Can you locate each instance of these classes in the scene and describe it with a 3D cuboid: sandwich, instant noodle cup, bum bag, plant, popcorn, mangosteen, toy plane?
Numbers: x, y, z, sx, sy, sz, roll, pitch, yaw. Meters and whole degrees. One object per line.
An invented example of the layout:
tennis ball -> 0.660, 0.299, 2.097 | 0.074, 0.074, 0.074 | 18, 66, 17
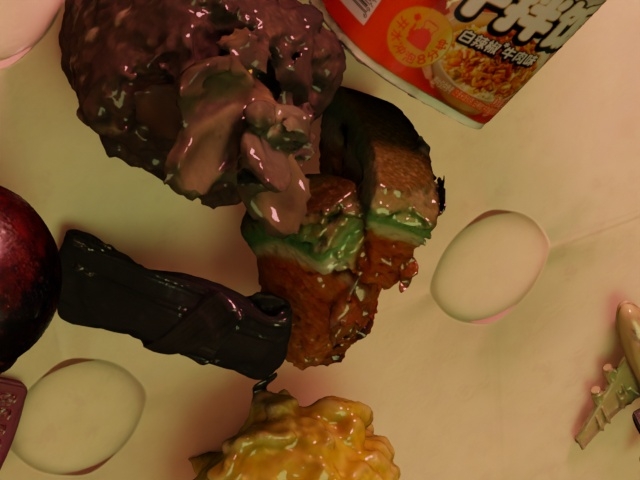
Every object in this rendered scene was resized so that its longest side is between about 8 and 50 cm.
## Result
sandwich -> 0.000, 0.000, 1.886 | 0.162, 0.250, 0.301 | 7, 124, -14
instant noodle cup -> 0.157, -0.291, 1.770 | 0.294, 0.294, 0.308 | 26, 112, -38
bum bag -> -0.149, 0.067, 1.877 | 0.248, 0.060, 0.123 | 23, 137, 2
plant -> -0.095, -0.141, 1.675 | 0.215, 0.312, 0.213 | 29, 98, -35
popcorn -> -0.037, 0.266, 2.035 | 0.249, 0.249, 0.225 | -37, 101, -5
mangosteen -> -0.344, 0.031, 1.716 | 0.216, 0.216, 0.216 | -14, 125, -21
toy plane -> 0.410, 0.171, 2.293 | 0.242, 0.104, 0.256 | -24, 136, 5

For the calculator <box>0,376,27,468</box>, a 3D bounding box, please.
calculator -> -0.379, 0.218, 1.918 | 0.127, 0.034, 0.190 | 10, 108, -33
